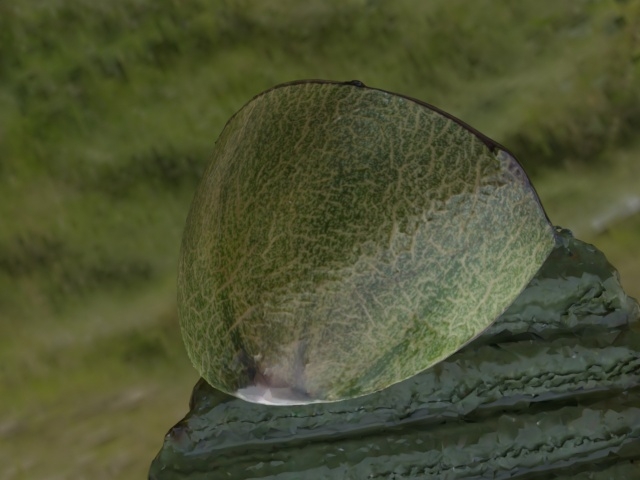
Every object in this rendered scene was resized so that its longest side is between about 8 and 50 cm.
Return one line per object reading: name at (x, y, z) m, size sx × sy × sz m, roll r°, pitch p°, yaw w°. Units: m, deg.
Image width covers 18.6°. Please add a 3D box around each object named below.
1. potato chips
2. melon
potato chips at (0.078, 0.172, 1.267) m, size 0.429 × 0.358 × 0.070 m, roll -11°, pitch 160°, yaw -20°
melon at (0.000, 0.000, 0.767) m, size 0.160 × 0.128 × 0.079 m, roll 5°, pitch 140°, yaw 26°
